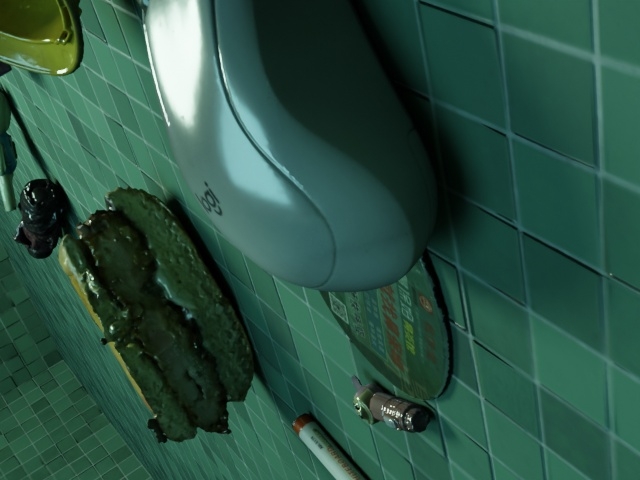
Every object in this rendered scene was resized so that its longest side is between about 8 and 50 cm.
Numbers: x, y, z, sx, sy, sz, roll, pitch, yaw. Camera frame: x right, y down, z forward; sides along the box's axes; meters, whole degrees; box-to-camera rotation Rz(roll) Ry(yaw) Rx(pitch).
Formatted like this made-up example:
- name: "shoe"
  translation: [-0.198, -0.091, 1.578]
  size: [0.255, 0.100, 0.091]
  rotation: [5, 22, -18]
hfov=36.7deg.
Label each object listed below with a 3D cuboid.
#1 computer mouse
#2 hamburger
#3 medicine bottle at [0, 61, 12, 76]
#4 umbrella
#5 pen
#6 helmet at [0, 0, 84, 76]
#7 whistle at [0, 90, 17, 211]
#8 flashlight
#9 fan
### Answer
- name: "computer mouse"
  translation: [-0.045, -0.092, 0.603]
  size: [0.297, 0.121, 0.184]
  rotation: [61, 161, -4]
- name: "hamburger"
  translation: [-0.199, 0.082, 1.152]
  size: [0.245, 0.155, 0.282]
  rotation: [46, 160, 38]
- name: "medicine bottle"
  translation: [-0.523, -0.314, 1.381]
  size: [0.094, 0.119, 0.188]
  rotation: [0, 119, 62]
- name: "umbrella"
  translation: [-0.532, -0.037, 1.838]
  size: [0.090, 0.094, 0.326]
  rotation: [15, 160, -11]
- name: "pen"
  translation: [0.046, 0.270, 1.032]
  size: [0.239, 0.028, 0.028]
  rotation: [43, 154, 38]
- name: "helmet"
  translation: [-0.283, -0.281, 0.867]
  size: [0.205, 0.140, 0.257]
  rotation: [17, 160, 13]
- name: "whistle"
  translation: [-0.582, -0.166, 1.726]
  size: [0.114, 0.077, 0.236]
  rotation: [-137, 39, -65]
- name: "flashlight"
  translation: [0.056, 0.147, 0.831]
  size: [0.052, 0.031, 0.110]
  rotation: [64, 159, -13]
- name: "fan"
  translation: [0.018, 0.029, 0.788]
  size: [0.294, 0.012, 0.223]
  rotation: [10, 129, 63]
